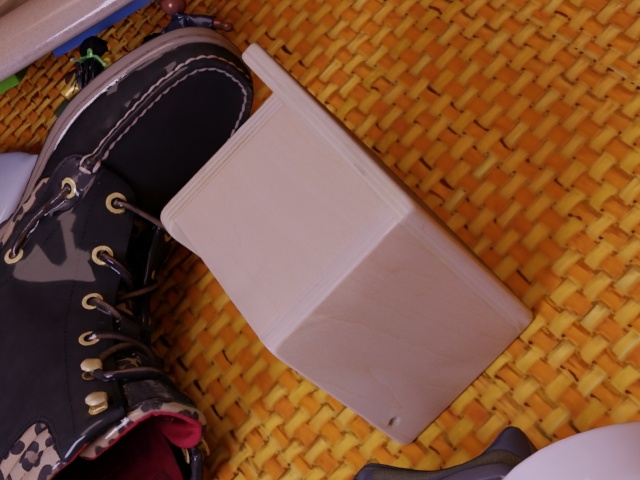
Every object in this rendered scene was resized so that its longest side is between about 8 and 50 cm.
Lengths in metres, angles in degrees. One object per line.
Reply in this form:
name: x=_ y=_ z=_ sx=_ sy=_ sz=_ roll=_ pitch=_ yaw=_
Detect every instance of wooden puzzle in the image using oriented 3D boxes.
wooden puzzle: x=-0.253 y=-0.235 z=1.283 sx=0.322 sy=0.080 sz=0.348 roll=-27 pitch=30 yaw=19

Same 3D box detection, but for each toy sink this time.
toy sink: x=0.000 y=0.000 z=0.898 sx=0.131 sy=0.153 sz=0.234 roll=-45 pitch=44 yaw=5

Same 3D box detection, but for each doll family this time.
doll family: x=-0.150 y=-0.138 z=1.140 sx=0.193 sy=0.076 sz=0.111 roll=-20 pitch=84 yaw=14

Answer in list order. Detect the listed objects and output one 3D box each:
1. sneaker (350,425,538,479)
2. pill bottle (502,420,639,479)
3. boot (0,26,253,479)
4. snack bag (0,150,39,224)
sneaker: x=0.020 y=0.203 z=0.791 sx=0.300 sy=0.111 sz=0.121 roll=-22 pitch=35 yaw=22
pill bottle: x=0.134 y=0.194 z=0.482 sx=0.136 sy=0.136 sz=0.246 roll=-29 pitch=47 yaw=21
boot: x=-0.148 y=0.048 z=0.995 sx=0.377 sy=0.138 sz=0.284 roll=-45 pitch=42 yaw=10
snack bag: x=-0.433 y=0.059 z=1.298 sx=0.342 sy=0.037 sz=0.323 roll=2 pitch=62 yaw=40
